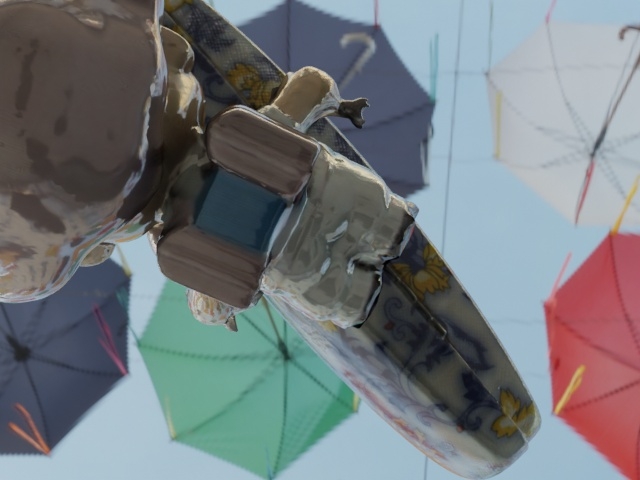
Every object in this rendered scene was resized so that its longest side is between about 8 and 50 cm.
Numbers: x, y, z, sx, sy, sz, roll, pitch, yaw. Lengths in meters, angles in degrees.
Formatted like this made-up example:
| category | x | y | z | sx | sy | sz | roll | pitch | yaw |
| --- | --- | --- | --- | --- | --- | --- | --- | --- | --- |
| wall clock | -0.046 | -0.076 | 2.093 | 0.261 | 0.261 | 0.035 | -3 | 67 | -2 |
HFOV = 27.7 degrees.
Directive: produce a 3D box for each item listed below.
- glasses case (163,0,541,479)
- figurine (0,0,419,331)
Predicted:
| category | x | y | z | sx | sy | sz | roll | pitch | yaw |
| --- | --- | --- | --- | --- | --- | --- | --- | --- | --- |
| glasses case | 0.000 | 0.000 | 0.557 | 0.065 | 0.087 | 0.248 | -42 | -86 | -15 |
| figurine | -0.076 | -0.032 | 0.466 | 0.229 | 0.112 | 0.137 | 24 | -72 | -10 |
